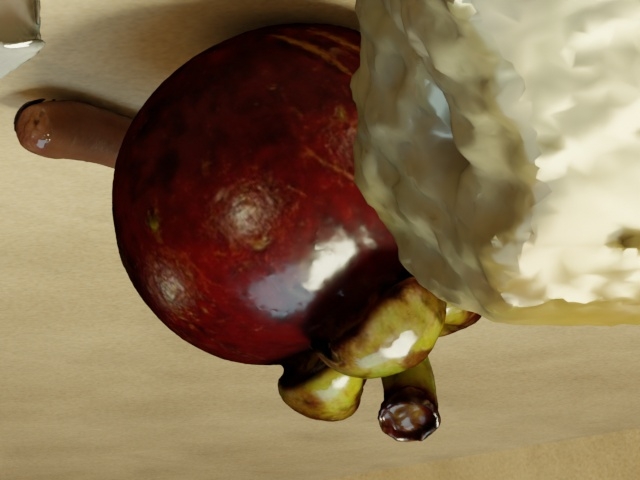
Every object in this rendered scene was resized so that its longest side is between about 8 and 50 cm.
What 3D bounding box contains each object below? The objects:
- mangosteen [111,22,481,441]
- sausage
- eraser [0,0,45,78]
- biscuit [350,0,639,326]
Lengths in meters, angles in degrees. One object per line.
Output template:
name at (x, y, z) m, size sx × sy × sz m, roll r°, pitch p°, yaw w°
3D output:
mangosteen at (0.000, 0.000, 1.097) m, size 0.215 × 0.257 × 0.215 m, roll -26°, pitch 156°, yaw -13°
sausage at (-0.125, -0.059, 1.250) m, size 0.043 × 0.043 × 0.186 m, roll -14°, pitch 161°, yaw 34°
eraser at (-0.233, -0.104, 0.899) m, size 0.086 × 0.130 × 0.287 m, roll 3°, pitch 162°, yaw -37°
biscuit at (0.194, -0.154, 0.483) m, size 0.446 × 0.104 × 0.429 m, roll -3°, pitch 124°, yaw -7°
